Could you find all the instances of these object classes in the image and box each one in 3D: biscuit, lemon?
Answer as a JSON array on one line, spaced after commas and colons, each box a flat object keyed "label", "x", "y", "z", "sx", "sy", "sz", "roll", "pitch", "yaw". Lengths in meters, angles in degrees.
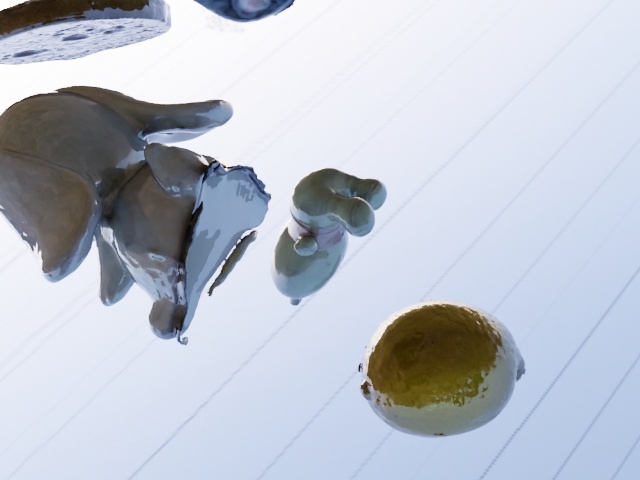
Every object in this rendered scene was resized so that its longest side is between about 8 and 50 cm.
[{"label": "biscuit", "x": -0.335, "y": -0.284, "z": 0.894, "sx": 0.257, "sy": 0.049, "sz": 0.273, "roll": -10, "pitch": -171, "yaw": 19}, {"label": "lemon", "x": 0.199, "y": 0.213, "z": 1.130, "sx": 0.263, "sy": 0.236, "sz": 0.236, "roll": 4, "pitch": -161, "yaw": -36}]

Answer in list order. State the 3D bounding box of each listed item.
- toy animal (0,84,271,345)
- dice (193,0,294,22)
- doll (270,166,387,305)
[{"label": "toy animal", "x": -0.199, "y": -0.045, "z": 0.658, "sx": 0.289, "sy": 0.174, "sz": 0.249, "roll": 3, "pitch": -135, "yaw": 1}, {"label": "dice", "x": -0.104, "y": -0.390, "z": 0.802, "sx": 0.182, "sy": 0.183, "sz": 0.181, "roll": -39, "pitch": -124, "yaw": 26}, {"label": "doll", "x": -0.010, "y": -0.008, "z": 0.932, "sx": 0.275, "sy": 0.113, "sz": 0.155, "roll": -54, "pitch": -172, "yaw": 52}]
